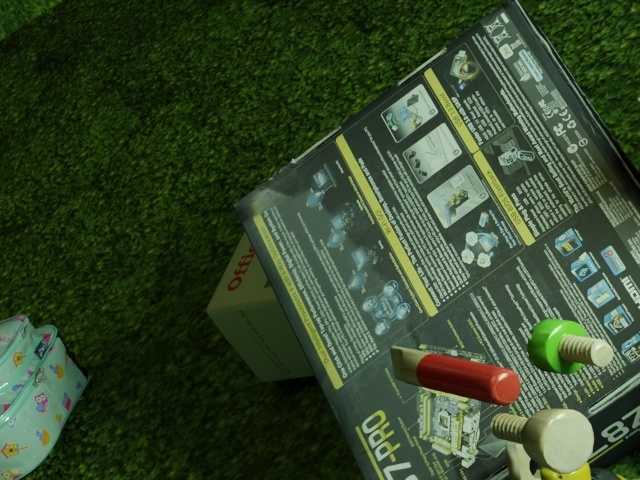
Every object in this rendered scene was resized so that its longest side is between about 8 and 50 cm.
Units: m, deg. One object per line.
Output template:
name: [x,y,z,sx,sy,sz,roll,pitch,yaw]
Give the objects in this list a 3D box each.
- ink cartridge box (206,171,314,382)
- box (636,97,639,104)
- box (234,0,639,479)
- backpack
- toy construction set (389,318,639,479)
ink cartridge box: [0.051,0.018,1.819,0.273,0.115,0.198,-10,40,36]
box: [0.432,-0.110,1.415,0.322,0.257,0.079,-41,26,-5]
box: [0.132,0.030,1.567,0.318,0.097,0.395,-36,51,10]
backpack: [-0.358,0.182,2.058,0.166,0.144,0.188,-18,36,24]
toy construction set: [0.142,0.185,1.296,0.257,0.309,0.237,-40,21,-21]
